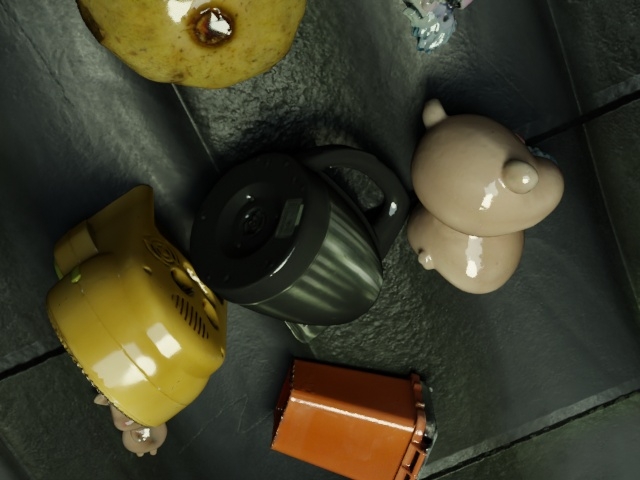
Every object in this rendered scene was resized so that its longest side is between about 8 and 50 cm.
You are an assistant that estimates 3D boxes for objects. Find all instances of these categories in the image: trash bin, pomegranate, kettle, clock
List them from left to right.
[{"bbox_3d":[-0.237,0.095,1.300,0.200,0.317,0.244,-39,113,5],"label":"clock"},{"bbox_3d":[-0.149,-0.312,1.147,0.281,0.281,0.281,-3,116,-6],"label":"pomegranate"},{"bbox_3d":[-0.014,0.009,1.371,0.207,0.250,0.271,-9,150,36],"label":"kettle"},{"bbox_3d":[0.049,0.285,1.504,0.239,0.184,0.161,16,112,-8],"label":"trash bin"}]

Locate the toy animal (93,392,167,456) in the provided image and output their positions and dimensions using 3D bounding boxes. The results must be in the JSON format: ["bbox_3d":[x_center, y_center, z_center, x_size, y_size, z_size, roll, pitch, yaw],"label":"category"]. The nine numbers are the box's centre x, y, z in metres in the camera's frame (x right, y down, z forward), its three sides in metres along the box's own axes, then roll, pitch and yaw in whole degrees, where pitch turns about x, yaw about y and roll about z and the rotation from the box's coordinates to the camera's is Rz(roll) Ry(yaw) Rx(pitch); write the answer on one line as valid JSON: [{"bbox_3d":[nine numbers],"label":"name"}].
[{"bbox_3d":[-0.282,0.271,1.511,0.089,0.083,0.150,9,120,39],"label":"toy animal"}]

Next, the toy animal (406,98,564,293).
[{"bbox_3d":[0.206,-0.054,1.349,0.229,0.210,0.221,15,113,-54],"label":"toy animal"}]

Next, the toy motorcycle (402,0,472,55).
[{"bbox_3d":[0.122,-0.330,1.252,0.239,0.108,0.204,-2,116,-6],"label":"toy motorcycle"}]
